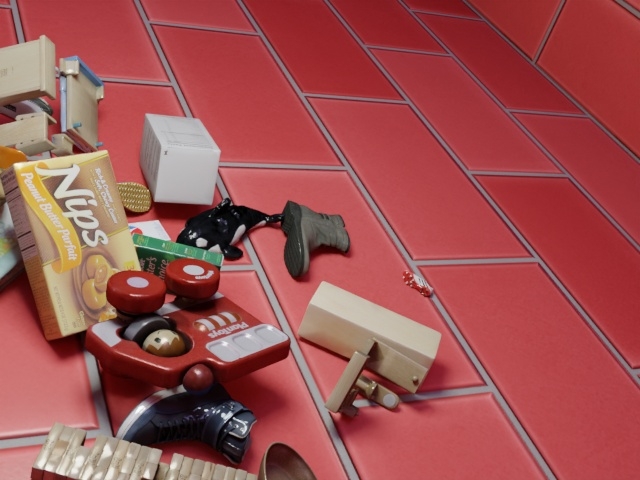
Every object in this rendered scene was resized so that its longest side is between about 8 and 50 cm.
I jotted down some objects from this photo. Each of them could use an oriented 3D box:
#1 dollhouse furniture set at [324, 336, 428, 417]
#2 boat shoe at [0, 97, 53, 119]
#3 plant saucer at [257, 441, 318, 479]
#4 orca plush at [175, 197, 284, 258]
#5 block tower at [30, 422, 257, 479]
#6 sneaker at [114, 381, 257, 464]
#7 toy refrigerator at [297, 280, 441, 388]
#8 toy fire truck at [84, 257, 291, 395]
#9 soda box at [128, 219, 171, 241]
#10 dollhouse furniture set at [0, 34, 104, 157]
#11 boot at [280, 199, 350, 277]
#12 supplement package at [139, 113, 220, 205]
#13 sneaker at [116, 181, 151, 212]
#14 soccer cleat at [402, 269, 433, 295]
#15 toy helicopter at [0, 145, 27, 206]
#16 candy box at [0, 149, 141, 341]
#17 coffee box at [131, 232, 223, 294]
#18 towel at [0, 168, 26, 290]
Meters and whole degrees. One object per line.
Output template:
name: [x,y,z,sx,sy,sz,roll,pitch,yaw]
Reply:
dollhouse furniture set: [0.107,0.272,1.515,0.123,0.144,0.151,29,0,13]
boat shoe: [-0.759,-0.350,1.999,0.219,0.077,0.070,31,36,2]
plant saucer: [-0.043,0.412,1.272,0.198,0.036,0.198,54,16,-23]
orca plush: [-0.199,-0.044,1.827,0.287,0.102,0.151,-10,45,-36]
block tower: [-0.258,0.377,1.241,0.336,0.091,0.097,17,36,-5]
sneaker: [-0.209,0.316,1.350,0.163,0.086,0.226,36,37,27]
toy refrigerator: [0.099,0.194,1.664,0.270,0.094,0.102,24,28,5]
toy fire truck: [-0.231,0.167,1.413,0.254,0.169,0.302,28,26,34]
soda box: [-0.420,0.018,1.662,0.216,0.074,0.069,-8,43,-34]
dollhouse furniture set: [-0.643,-0.277,1.888,0.198,0.303,0.286,-10,71,11]
boot: [0.000,0.000,1.890,0.161,0.083,0.246,14,36,-18]
supplement package: [-0.329,-0.189,1.886,0.139,0.133,0.244,3,24,-21]
sneaker: [-0.462,-0.098,1.804,0.084,0.069,0.185,3,-3,41]
soccer cleat: [0.227,0.098,1.910,0.083,0.029,0.036,39,30,20]
toy helicopter: [-0.716,-0.197,1.547,0.355,0.140,0.235,45,15,6]
candy box: [-0.445,0.005,1.498,0.183,0.088,0.316,-16,89,-41]
coffee box: [-0.296,0.057,1.638,0.184,0.113,0.040,15,38,-9]
towel: [-0.685,-0.054,1.583,0.321,0.090,0.374,32,36,2]
